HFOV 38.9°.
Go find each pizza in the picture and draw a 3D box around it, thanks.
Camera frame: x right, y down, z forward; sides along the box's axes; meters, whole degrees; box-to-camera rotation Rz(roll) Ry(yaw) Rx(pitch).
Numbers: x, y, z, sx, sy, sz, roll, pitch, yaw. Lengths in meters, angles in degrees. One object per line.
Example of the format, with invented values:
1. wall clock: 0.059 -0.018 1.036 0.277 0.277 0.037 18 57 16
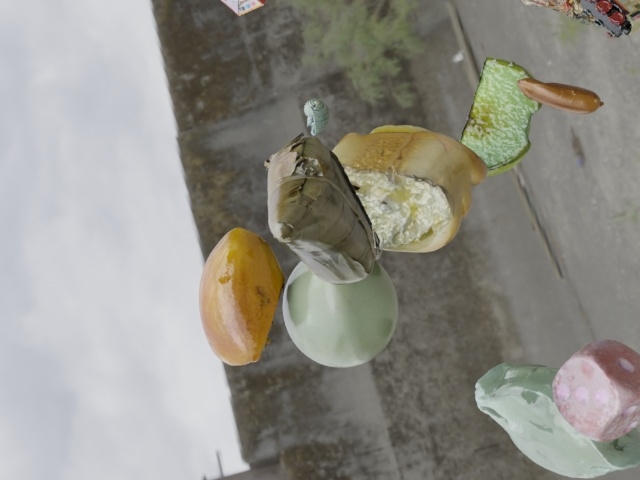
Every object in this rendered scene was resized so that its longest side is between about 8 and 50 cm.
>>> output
1. pizza: 0.555 -0.569 2.071 0.052 0.195 0.185 89 172 -68

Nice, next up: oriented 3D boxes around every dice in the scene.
1. dice: 0.346 0.182 1.100 0.093 0.094 0.091 56 134 36

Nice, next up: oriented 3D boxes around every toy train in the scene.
1. toy train: 0.575 -0.457 1.782 0.138 0.087 0.050 53 166 29

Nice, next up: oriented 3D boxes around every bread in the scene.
1. bread: 0.157 -0.101 1.781 0.270 0.315 0.211 -52 -36 -48

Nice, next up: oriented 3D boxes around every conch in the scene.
1. conch: -0.005 -0.288 2.107 0.085 0.056 0.076 80 173 -53

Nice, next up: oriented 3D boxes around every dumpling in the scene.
1. dumpling: 0.491 0.372 1.896 0.320 0.212 0.270 48 -167 10

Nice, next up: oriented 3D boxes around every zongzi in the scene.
1. zongzi: 0.000 0.000 1.040 0.194 0.099 0.197 57 -160 -30

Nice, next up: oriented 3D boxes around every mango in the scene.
1. mango: -0.140 0.102 1.624 0.126 0.154 0.252 -101 11 -78

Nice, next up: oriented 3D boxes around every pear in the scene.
1. pear: 0.420 -0.264 2.139 0.292 0.159 0.292 18 -90 -82

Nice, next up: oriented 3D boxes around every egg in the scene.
1. egg: 0.035 0.118 1.691 0.295 0.218 0.218 72 -176 -65

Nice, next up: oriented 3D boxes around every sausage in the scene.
1. sausage: 0.484 -0.292 1.833 0.062 0.183 0.054 117 165 -79

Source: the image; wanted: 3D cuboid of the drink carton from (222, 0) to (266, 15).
1. drink carton: -0.123 -0.576 1.867 0.071 0.096 0.223 38 -117 -31
